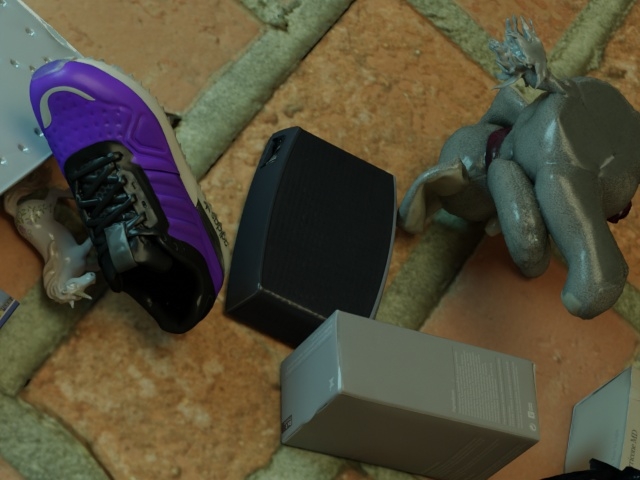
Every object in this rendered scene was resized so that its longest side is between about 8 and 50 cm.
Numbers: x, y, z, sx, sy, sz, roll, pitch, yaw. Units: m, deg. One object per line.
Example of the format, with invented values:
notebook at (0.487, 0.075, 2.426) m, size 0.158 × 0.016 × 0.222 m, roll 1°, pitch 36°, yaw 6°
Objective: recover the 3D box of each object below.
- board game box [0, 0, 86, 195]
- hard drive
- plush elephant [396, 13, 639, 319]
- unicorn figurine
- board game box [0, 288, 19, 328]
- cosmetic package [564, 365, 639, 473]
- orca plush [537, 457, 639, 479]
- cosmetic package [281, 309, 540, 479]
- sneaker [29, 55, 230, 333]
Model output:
board game box at (-0.418, -0.189, 1.613) m, size 0.390 × 0.050 × 0.390 m, roll 42°, pitch 30°, yaw -2°
hard drive at (0.000, 0.000, 1.825) m, size 0.172 × 0.054 × 0.254 m, roll 27°, pitch 49°, yaw -16°
plush elephant at (0.235, -0.061, 1.912) m, size 0.272 × 0.255 × 0.330 m, roll -38°, pitch 92°, yaw -34°
unicorn figurine at (-0.247, 0.003, 1.664) m, size 0.162 × 0.060 × 0.111 m, roll 38°, pitch 45°, yaw 17°
board game box at (-0.390, 0.047, 1.546) m, size 0.201 × 0.035 × 0.136 m, roll 38°, pitch 46°, yaw -6°
cosmetic package at (0.422, 0.286, 1.871) m, size 0.309 × 0.113 × 0.160 m, roll 29°, pitch 48°, yaw -15°
orca plush at (0.200, 0.294, 1.657) m, size 0.287 × 0.102 × 0.151 m, roll -29°, pitch 51°, yaw -13°
cosmetic package at (0.089, 0.162, 1.725) m, size 0.238 × 0.127 × 0.107 m, roll 19°, pitch 51°, yaw -24°
sneaker at (-0.178, -0.033, 1.606) m, size 0.293 × 0.102 × 0.146 m, roll 57°, pitch 24°, yaw -27°
